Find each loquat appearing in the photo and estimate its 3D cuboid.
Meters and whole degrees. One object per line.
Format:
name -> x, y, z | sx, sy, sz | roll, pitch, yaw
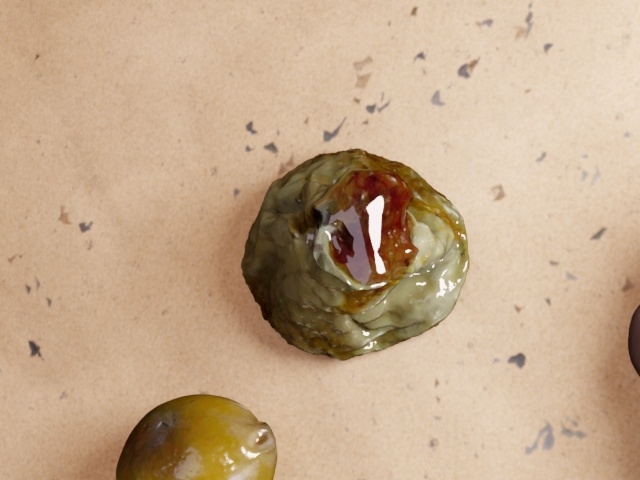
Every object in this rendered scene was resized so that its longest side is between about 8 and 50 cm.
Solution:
loquat -> -0.126, 0.235, 1.837 | 0.195, 0.152, 0.152 | -26, 67, 40

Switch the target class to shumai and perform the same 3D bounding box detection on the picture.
shumai -> 0.000, 0.000, 1.769 | 0.271, 0.203, 0.222 | -14, 73, 34

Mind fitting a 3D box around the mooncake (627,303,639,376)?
mooncake -> 0.390, 0.072, 1.469 | 0.306, 0.154, 0.306 | -20, 67, 61
